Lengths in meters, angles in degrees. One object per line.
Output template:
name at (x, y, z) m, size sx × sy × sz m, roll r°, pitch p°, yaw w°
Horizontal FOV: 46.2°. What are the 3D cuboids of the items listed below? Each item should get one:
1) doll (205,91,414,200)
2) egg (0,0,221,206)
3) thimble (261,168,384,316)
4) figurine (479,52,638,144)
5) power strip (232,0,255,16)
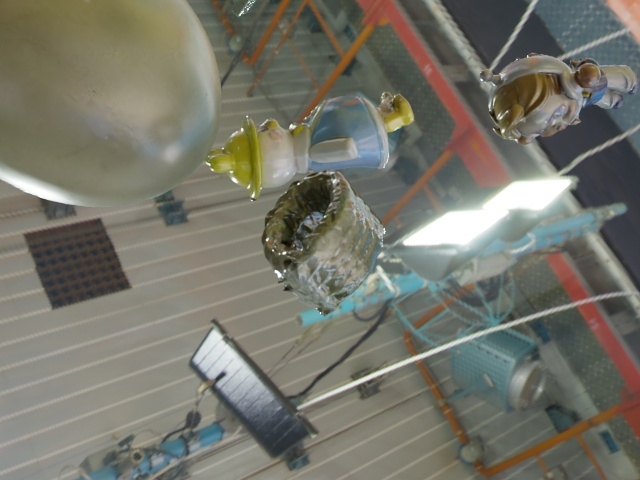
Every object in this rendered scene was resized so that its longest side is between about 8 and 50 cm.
doll at (-0.013, -0.110, 0.864) m, size 0.241 × 0.098 × 0.135 m, roll -13°, pitch -130°, yaw -13°
egg at (-0.209, -0.144, 0.619) m, size 0.269 × 0.219 × 0.219 m, roll 39°, pitch -133°, yaw -11°
thimble at (0.000, 0.000, 0.578) m, size 0.062 × 0.084 × 0.110 m, roll 48°, pitch -140°, yaw -30°
figurine at (0.400, -0.249, 1.231) m, size 0.274 × 0.194 × 0.133 m, roll -20°, pitch -106°, yaw -6°
power strip at (-0.105, -0.362, 1.115) m, size 0.017 × 0.083 × 0.027 m, roll 50°, pitch -133°, yaw 0°
